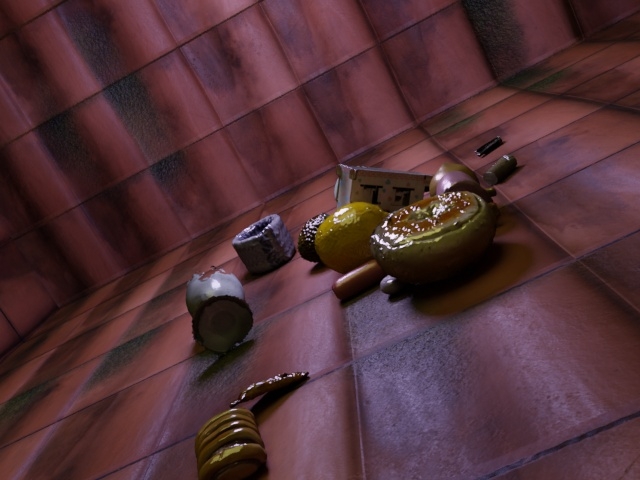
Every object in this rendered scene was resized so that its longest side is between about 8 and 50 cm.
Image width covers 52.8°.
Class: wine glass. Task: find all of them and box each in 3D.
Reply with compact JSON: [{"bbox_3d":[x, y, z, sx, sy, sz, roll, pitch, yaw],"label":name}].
[{"bbox_3d":[-0.309,0.201,1.942,0.191,0.190,0.357,-30,19,-5],"label":"wine glass"}]

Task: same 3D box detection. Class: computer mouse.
[{"bbox_3d":[0.188,0.106,1.605,0.066,0.039,0.096,-18,10,36],"label":"computer mouse"}]

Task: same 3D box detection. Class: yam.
[{"bbox_3d":[0.566,-0.224,2.025,0.132,0.054,0.054,-38,17,-32],"label":"yam"}]

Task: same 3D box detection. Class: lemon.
[{"bbox_3d":[0.101,-0.005,1.833,0.260,0.204,0.204,-21,16,21],"label":"lemon"}]

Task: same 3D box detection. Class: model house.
[{"bbox_3d":[0.202,-0.104,2.015,0.326,0.244,0.169,3,9,-15],"label":"model house"}]

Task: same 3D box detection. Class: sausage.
[{"bbox_3d":[0.104,0.104,1.725,0.154,0.062,0.062,-30,14,-2],"label":"sausage"}]

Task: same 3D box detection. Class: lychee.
[{"bbox_3d":[0.000,0.000,2.126,0.171,0.171,0.171,-27,14,7],"label":"lychee"}]

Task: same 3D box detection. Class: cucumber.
[{"bbox_3d":[0.626,-0.348,2.394,0.135,0.033,0.034,-34,-27,-18],"label":"cucumber"}]

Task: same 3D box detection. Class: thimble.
[{"bbox_3d":[-0.210,0.016,2.457,0.217,0.157,0.245,-34,14,-12],"label":"thimble"}]

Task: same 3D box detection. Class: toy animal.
[{"bbox_3d":[0.378,-0.122,1.780,0.196,0.169,0.281,-23,15,11],"label":"toy animal"}]

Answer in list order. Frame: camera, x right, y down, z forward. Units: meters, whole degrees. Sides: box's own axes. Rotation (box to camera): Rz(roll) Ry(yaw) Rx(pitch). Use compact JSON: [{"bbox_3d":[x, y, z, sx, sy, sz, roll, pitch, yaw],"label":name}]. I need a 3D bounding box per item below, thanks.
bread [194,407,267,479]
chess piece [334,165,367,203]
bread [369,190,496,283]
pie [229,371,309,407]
[{"bbox_3d":[-0.178,0.386,1.221,0.134,0.081,0.225,-32,13,-10],"label":"bread"},{"bbox_3d":[0.212,-0.168,2.285,0.195,0.194,0.299,-37,26,-31],"label":"chess piece"},{"bbox_3d":[0.272,-0.002,1.549,0.306,0.158,0.305,-18,24,9],"label":"bread"},{"bbox_3d":[-0.124,0.320,1.400,0.191,0.033,0.088,-17,-13,-29],"label":"pie"}]
